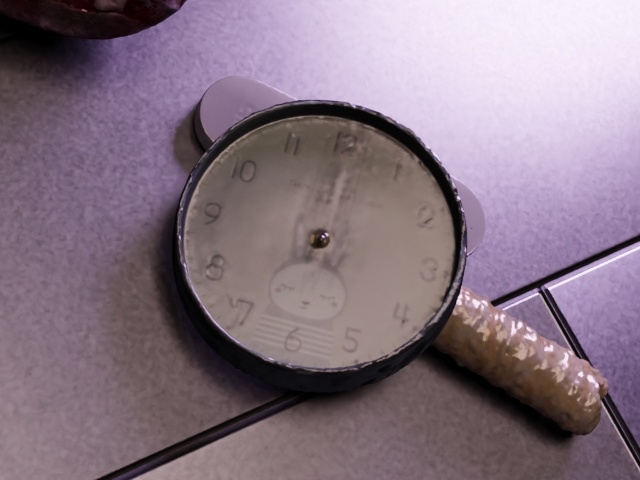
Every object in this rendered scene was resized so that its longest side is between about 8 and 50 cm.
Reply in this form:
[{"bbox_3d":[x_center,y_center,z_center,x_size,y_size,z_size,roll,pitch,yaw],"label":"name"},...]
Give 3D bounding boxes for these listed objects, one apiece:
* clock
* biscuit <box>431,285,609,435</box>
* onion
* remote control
[{"bbox_3d":[0.000,0.000,1.075,0.215,0.042,0.214,1,70,-3],"label":"clock"},{"bbox_3d":[0.122,0.071,1.127,0.219,0.055,0.061,33,48,-6],"label":"biscuit"},{"bbox_3d":[-0.195,-0.203,1.096,0.206,0.151,0.098,18,94,-4],"label":"onion"},{"bbox_3d":[0.017,-0.053,1.159,0.245,0.022,0.077,26,58,-11],"label":"remote control"}]
